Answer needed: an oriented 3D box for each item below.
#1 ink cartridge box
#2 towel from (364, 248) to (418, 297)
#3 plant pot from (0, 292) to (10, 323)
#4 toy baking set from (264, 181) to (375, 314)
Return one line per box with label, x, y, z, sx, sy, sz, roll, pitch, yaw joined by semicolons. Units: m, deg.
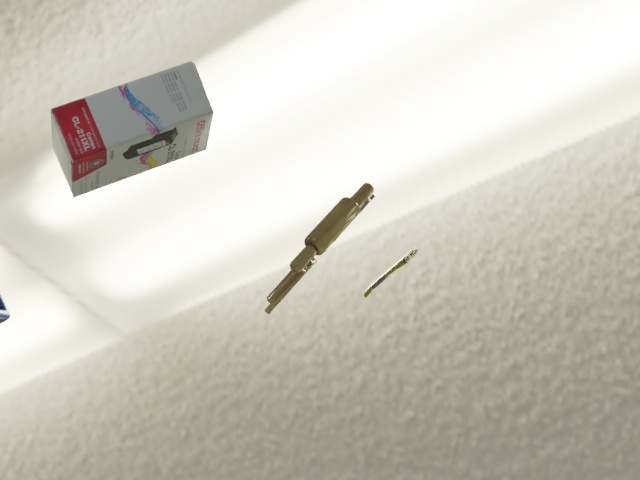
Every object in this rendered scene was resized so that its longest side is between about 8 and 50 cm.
ink cartridge box;-0.218;-0.129;1.736;0.175;0.072;0.127;-21;-13;-14
towel;0.095;0.043;2.007;0.009;0.060;0.083;48;-64;0
plant pot;-0.678;0.068;2.435;0.212;0.236;0.236;-30;-11;7
toy baking set;0.001;-0.001;1.936;0.030;0.256;0.197;42;-25;1
